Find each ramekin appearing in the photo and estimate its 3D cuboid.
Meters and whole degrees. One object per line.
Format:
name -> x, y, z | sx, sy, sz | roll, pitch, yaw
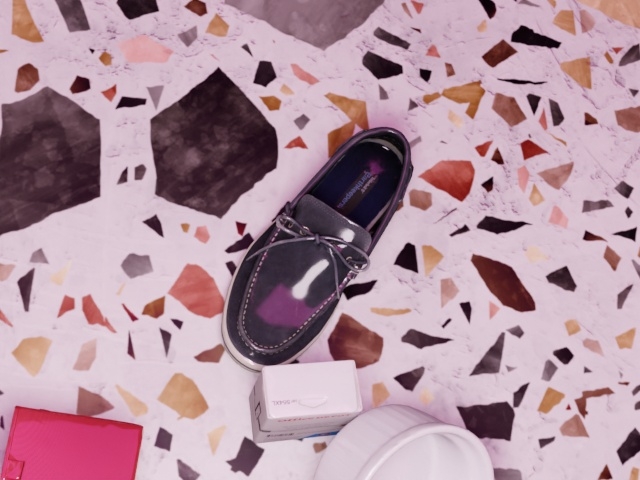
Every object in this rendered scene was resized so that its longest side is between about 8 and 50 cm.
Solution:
ramekin -> 0.119, 0.387, 1.884 | 0.277, 0.135, 0.277 | -12, 112, -30

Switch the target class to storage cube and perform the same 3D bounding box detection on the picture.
storage cube -> -0.376, 0.368, 1.841 | 0.193, 0.183, 0.215 | 10, 68, -7

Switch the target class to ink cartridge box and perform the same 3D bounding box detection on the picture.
ink cartridge box -> -0.028, 0.255, 1.934 | 0.148, 0.203, 0.086 | -3, 70, -12

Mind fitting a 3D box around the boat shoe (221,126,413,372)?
boat shoe -> 0.000, 0.000, 2.064 | 0.187, 0.156, 0.500 | 35, 69, 2
